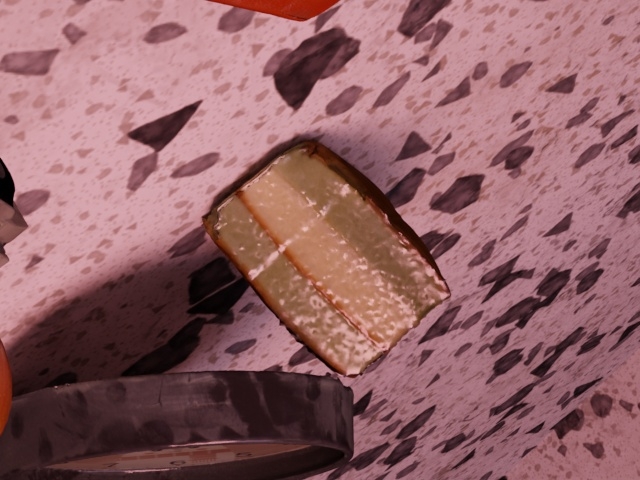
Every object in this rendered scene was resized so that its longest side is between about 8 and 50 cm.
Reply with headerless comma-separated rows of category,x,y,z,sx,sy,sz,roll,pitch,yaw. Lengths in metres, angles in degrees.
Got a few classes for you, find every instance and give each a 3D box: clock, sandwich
clock,-0.151,0.206,1.583,0.386,0.077,0.386,-5,164,-2
sandwich,0.000,0.000,1.601,0.155,0.227,0.198,-41,-167,6

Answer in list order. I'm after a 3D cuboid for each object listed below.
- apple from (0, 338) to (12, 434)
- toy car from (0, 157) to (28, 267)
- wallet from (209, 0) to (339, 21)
apple,-0.351,0.129,1.260,0.201,0.162,0.201,-32,158,-15
toy car,-0.340,-0.019,1.054,0.193,0.118,0.301,-36,157,6
wallet,-0.033,-0.222,1.155,0.142,0.045,0.204,-33,161,31
